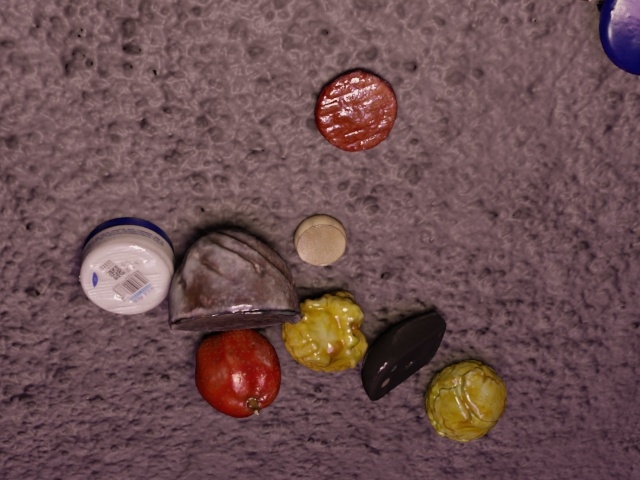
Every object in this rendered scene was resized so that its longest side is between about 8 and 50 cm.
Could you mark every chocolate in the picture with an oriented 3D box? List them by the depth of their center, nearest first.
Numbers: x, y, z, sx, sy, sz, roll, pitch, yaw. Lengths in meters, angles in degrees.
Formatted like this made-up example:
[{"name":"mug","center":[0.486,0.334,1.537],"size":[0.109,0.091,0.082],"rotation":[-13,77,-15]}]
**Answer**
[{"name":"chocolate","center":[-0.188,0.082,1.824],"size":[0.303,0.303,0.213],"rotation":[-6,79,-1]}]

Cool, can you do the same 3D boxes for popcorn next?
[{"name":"popcorn","center":[0.016,0.209,1.982],"size":[0.226,0.200,0.203],"rotation":[22,76,-17]},{"name":"popcorn","center":[0.375,0.416,2.171],"size":[0.204,0.184,0.221],"rotation":[32,114,-20]}]

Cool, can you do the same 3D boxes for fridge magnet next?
[{"name":"fridge magnet","center":[0.689,-0.462,1.687],"size":[0.265,0.113,0.265],"rotation":[-5,124,-7]}]

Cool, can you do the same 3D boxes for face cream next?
[{"name":"face cream","center":[-0.424,0.061,1.839],"size":[0.205,0.111,0.206],"rotation":[-4,123,-6]}]

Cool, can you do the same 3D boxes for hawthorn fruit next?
[{"name":"hawthorn fruit","center":[-0.188,0.323,1.963],"size":[0.205,0.253,0.205],"rotation":[-12,134,-13]}]

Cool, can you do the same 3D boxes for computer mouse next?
[{"name":"computer mouse","center":[0.186,0.274,2.040],"size":[0.269,0.100,0.170],"rotation":[-27,149,-38]}]

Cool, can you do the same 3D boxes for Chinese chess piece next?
[{"name":"Chinese chess piece","center":[0.000,0.000,1.908],"size":[0.122,0.051,0.122],"rotation":[-3,123,-5]}]

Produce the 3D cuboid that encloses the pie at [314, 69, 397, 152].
[{"name":"pie","center":[0.075,-0.268,1.746],"size":[0.182,0.050,0.182],"rotation":[-5,126,-7]}]
